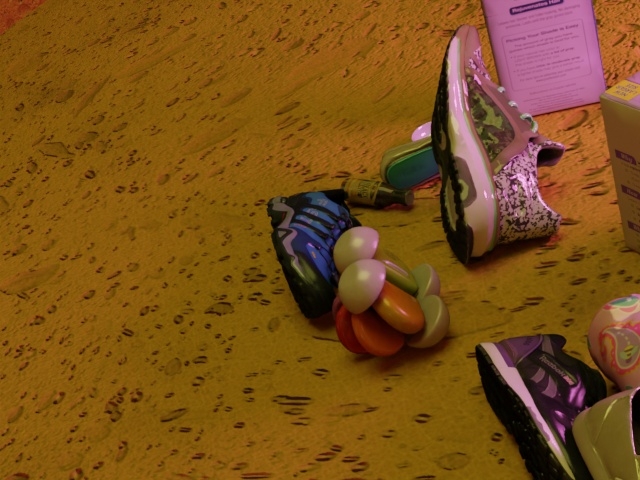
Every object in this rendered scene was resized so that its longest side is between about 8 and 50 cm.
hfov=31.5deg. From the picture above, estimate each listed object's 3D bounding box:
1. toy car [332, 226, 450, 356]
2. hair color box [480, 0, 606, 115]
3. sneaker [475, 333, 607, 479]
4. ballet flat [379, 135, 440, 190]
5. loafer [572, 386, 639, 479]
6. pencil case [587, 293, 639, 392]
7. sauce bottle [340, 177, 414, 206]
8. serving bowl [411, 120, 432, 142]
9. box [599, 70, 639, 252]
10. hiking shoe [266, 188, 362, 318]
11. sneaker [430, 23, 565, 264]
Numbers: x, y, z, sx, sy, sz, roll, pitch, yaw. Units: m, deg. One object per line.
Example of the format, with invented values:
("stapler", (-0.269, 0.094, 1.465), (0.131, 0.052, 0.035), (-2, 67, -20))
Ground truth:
("toy car", (0.075, 0.083, 1.516), (0.136, 0.159, 0.182), (-49, 24, 23))
("hair color box", (0.353, -0.383, 1.852), (0.174, 0.347, 0.105), (-11, 33, 12))
("sneaker", (0.274, 0.187, 1.267), (0.124, 0.107, 0.283), (-15, 32, -4))
("ballet flat", (0.213, -0.151, 1.837), (0.248, 0.086, 0.086), (-16, 32, 5))
("loafer", (0.332, 0.247, 1.088), (0.102, 0.092, 0.268), (6, 38, -30))
("pencil case", (0.401, 0.164, 1.210), (0.124, 0.124, 0.284), (-23, 31, -6))
("sauce bottle", (0.091, -0.076, 1.816), (0.128, 0.042, 0.042), (7, 40, 38))
("serving bowl", (0.197, -0.172, 1.919), (0.083, 0.027, 0.083), (-14, 32, 9))
("box", (0.481, -0.078, 1.421), (0.117, 0.243, 0.213), (-30, 33, -16))
("hiking shoe", (0.000, 0.000, 1.682), (0.132, 0.113, 0.304), (-19, 32, 1))
("sneaker", (0.268, -0.148, 1.700), (0.182, 0.158, 0.410), (1, 60, -5))
